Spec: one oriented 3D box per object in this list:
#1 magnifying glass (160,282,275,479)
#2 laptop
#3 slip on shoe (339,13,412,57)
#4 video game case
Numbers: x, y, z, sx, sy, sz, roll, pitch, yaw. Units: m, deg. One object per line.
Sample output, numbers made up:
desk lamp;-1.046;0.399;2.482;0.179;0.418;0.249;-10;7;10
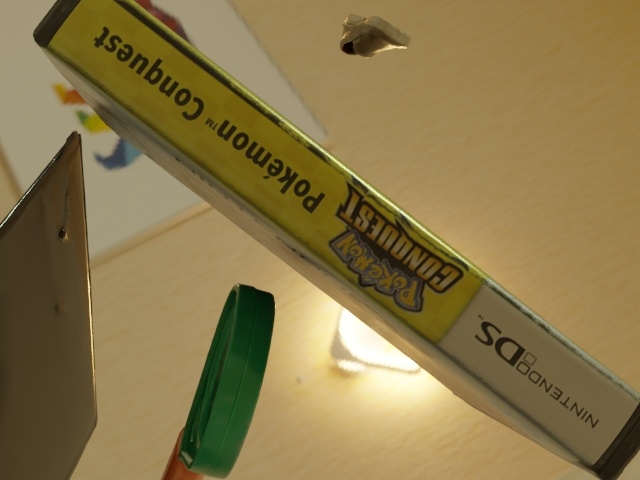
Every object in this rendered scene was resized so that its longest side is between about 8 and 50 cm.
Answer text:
magnifying glass;-0.060;0.101;0.596;0.231;0.026;0.092;120;-18;-55
laptop;-0.379;0.145;1.018;0.236;0.408;0.382;-130;-144;-49
slip on shoe;0.055;-0.216;1.206;0.051;0.041;0.135;28;4;-28
video game case;0.000;0.000;0.508;0.248;0.035;0.275;37;-4;-3
